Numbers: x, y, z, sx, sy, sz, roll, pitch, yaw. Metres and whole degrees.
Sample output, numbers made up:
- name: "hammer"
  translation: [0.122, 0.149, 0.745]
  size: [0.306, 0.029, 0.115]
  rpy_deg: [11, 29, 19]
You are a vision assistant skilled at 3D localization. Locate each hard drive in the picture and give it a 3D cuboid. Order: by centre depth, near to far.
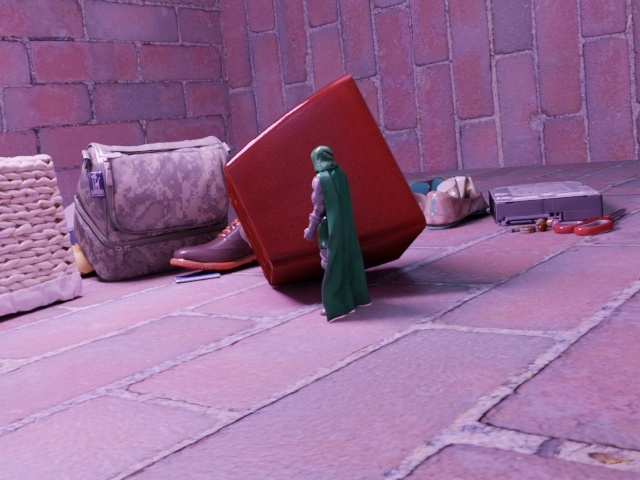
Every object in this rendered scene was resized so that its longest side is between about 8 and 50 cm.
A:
- name: "hard drive"
  translation: [0.530, -0.094, 1.929]
  size: [0.236, 0.064, 0.339]
  rpy_deg: [-5, 9, 11]

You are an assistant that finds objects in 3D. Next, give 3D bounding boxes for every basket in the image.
- name: "basket"
  translation: [-0.650, 0.001, 1.380]
  size: [0.328, 0.267, 0.331]
  rpy_deg: [-2, 7, 30]

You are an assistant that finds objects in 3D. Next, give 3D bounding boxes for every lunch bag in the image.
- name: "lunch bag"
  translation: [-0.340, -0.086, 1.623]
  size: [0.305, 0.256, 0.212]
  rpy_deg: [-9, 38, -33]

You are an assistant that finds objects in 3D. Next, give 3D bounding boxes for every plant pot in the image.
- name: "plant pot"
  translation: [-0.013, -0.064, 1.302]
  size: [0.235, 0.268, 0.267]
  rpy_deg: [-25, -10, -9]

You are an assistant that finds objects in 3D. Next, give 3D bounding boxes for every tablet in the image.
- name: "tablet"
  translation: [-0.233, 0.069, 1.513]
  size: [0.083, 0.006, 0.054]
  rpy_deg: [-7, 8, -14]

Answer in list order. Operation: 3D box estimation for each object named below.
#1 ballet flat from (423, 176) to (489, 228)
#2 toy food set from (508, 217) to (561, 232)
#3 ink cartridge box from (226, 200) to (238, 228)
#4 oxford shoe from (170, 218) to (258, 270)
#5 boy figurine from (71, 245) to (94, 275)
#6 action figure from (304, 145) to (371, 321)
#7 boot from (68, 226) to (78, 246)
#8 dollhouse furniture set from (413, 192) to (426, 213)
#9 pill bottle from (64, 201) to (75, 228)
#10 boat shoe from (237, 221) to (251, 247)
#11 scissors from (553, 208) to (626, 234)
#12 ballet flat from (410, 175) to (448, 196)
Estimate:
- name: "ballet flat"
  translation: [0.338, -0.102, 1.957]
  size: [0.107, 0.106, 0.316]
  rpy_deg: [-3, 8, 27]
- name: "toy food set"
  translation: [0.464, -0.033, 1.683]
  size: [0.122, 0.019, 0.078]
  rpy_deg: [-9, 8, -20]
- name: "ink cartridge box"
  translation: [-0.259, -0.083, 1.874]
  size: [0.171, 0.235, 0.056]
  rpy_deg: [-7, 43, -14]
- name: "oxford shoe"
  translation: [-0.177, 0.003, 1.588]
  size: [0.271, 0.099, 0.096]
  rpy_deg: [-10, 9, -39]
- name: "boy figurine"
  translation: [-0.533, 0.033, 1.700]
  size: [0.177, 0.092, 0.285]
  rpy_deg: [4, 9, 38]
- name: "action figure"
  translation: [0.017, -0.016, 1.115]
  size: [0.063, 0.232, 0.137]
  rpy_deg: [-3, 8, 24]
- name: "boot"
  translation: [-0.541, 0.006, 1.901]
  size: [0.189, 0.086, 0.069]
  rpy_deg: [-6, 8, -4]
- name: "dollhouse furniture set"
  translation: [0.180, -0.205, 2.104]
  size: [0.198, 0.304, 0.286]
  rpy_deg: [-10, 9, -20]
- name: "pill bottle"
  translation: [-0.713, -0.075, 2.482]
  size: [0.121, 0.121, 0.221]
  rpy_deg: [-5, 8, 6]
- name: "boat shoe"
  translation: [0.000, 0.000, 1.534]
  size: [0.324, 0.123, 0.116]
  rpy_deg: [-1, 38, -33]
- name: "scissors"
  translation: [0.600, -0.041, 1.666]
  size: [0.297, 0.021, 0.109]
  rpy_deg: [-11, 7, -38]
- name: "ballet flat"
  translation: [0.361, -0.156, 2.466]
  size: [0.073, 0.080, 0.232]
  rpy_deg: [7, 3, -24]
